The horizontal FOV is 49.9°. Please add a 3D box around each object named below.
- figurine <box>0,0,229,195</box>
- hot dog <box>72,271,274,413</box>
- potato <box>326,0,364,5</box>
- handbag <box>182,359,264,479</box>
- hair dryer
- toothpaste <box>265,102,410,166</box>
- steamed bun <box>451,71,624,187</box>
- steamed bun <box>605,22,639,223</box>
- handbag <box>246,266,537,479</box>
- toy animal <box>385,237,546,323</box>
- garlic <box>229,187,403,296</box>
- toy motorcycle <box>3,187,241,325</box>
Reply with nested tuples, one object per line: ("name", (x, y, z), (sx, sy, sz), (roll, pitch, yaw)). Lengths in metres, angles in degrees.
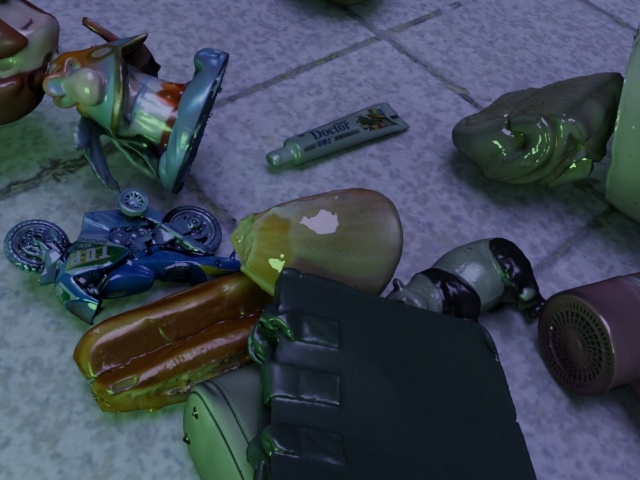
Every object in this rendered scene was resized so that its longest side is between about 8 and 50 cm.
("figurine", (-0.331, -0.185, 0.833), (0.387, 0.248, 0.277), (21, 20, -11))
("hot dog", (-0.122, 0.104, 0.738), (0.268, 0.072, 0.115), (-17, 55, -27))
("potato", (0.037, -0.579, 1.253), (0.243, 0.221, 0.327), (5, 61, 3))
("handbag", (0.033, 0.204, 0.703), (0.315, 0.109, 0.241), (-8, 52, -35))
("hair dryer", (0.416, 0.197, 0.765), (0.210, 0.125, 0.353), (-10, 63, -21))
("toothpaste", (0.026, -0.155, 1.017), (0.255, 0.037, 0.067), (-24, 59, -33))
("steamed bun", (0.321, -0.143, 0.997), (0.218, 0.144, 0.211), (-35, 23, -32))
("steamed bun", (0.519, -0.163, 0.934), (0.206, 0.324, 0.324), (12, 45, 26))
("handbag", (0.059, 0.161, 0.625), (0.260, 0.079, 0.248), (17, 39, -16))
("toy animal", (0.172, 0.065, 0.821), (0.225, 0.094, 0.121), (-24, 57, -26))
("garlic", (0.014, 0.003, 0.788), (0.164, 0.146, 0.245), (18, 12, 25))
("toy motorcycle", (-0.216, 0.022, 0.780), (0.254, 0.092, 0.136), (-8, 61, -30))
